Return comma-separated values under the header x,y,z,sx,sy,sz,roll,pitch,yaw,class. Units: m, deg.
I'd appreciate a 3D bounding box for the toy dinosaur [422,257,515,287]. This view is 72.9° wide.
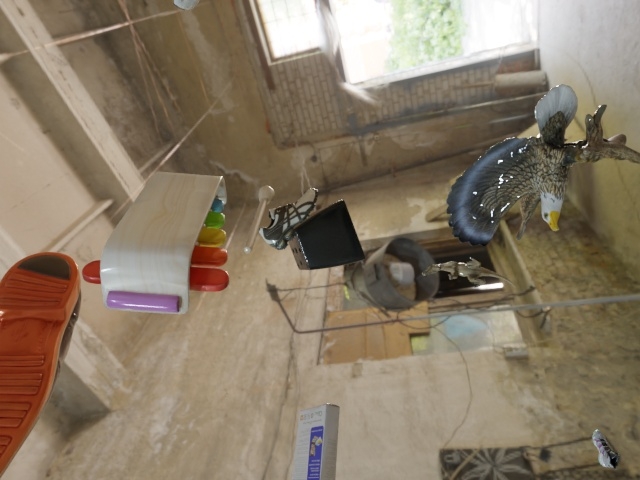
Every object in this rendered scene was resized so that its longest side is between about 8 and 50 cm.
x,y,z,sx,sy,sz,roll,pitch,yaw,class
0.293,0.058,0.839,0.092,0.182,0.053,-9,-74,-78,toy dinosaur

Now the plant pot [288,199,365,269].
x,y,z,sx,sy,sz,roll,pitch,yaw,class
0.000,0.000,1.315,0.188,0.166,0.187,70,162,-3,plant pot

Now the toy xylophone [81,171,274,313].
x,y,z,sx,sy,sz,roll,pitch,yaw,class
-0.203,-0.018,0.682,0.323,0.236,0.081,-76,-7,-55,toy xylophone

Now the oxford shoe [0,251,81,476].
x,y,z,sx,sy,sz,roll,pitch,yaw,class
-0.409,0.191,0.589,0.133,0.129,0.364,107,169,-45,oxford shoe

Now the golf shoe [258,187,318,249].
x,y,z,sx,sy,sz,roll,pitch,yaw,class
-0.082,-0.072,1.138,0.198,0.093,0.077,-56,10,-17,golf shoe

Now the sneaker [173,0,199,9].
x,y,z,sx,sy,sz,roll,pitch,yaw,class
-0.238,-0.450,0.542,0.292,0.118,0.110,43,-157,-38,sneaker

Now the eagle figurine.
x,y,z,sx,sy,sz,roll,pitch,yaw,class
0.405,-0.110,0.823,0.225,0.226,0.298,-54,8,-28,eagle figurine

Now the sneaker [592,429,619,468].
x,y,z,sx,sy,sz,roll,pitch,yaw,class
0.812,0.589,1.220,0.069,0.038,0.098,110,149,-74,sneaker

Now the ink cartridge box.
x,y,z,sx,sy,sz,roll,pitch,yaw,class
-0.022,0.723,1.374,0.069,0.175,0.371,25,-127,-24,ink cartridge box
